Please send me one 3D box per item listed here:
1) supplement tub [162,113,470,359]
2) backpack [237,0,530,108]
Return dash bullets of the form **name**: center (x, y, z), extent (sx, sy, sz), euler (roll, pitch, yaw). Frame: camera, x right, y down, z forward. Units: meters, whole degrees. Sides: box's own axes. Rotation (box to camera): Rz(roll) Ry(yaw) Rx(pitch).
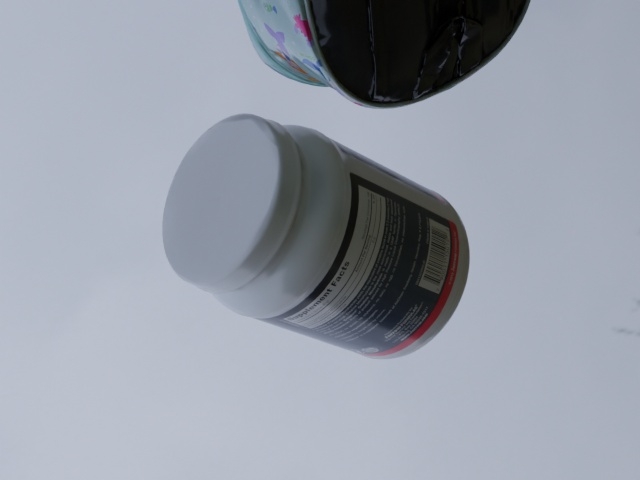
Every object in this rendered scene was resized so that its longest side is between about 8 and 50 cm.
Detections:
- **supplement tub**: center (0.000, 0.000, 1.155), extent (0.272, 0.191, 0.191), euler (23, -123, -41)
- **backpack**: center (0.033, -0.227, 0.814), extent (0.225, 0.191, 0.253), euler (-31, -62, -24)
